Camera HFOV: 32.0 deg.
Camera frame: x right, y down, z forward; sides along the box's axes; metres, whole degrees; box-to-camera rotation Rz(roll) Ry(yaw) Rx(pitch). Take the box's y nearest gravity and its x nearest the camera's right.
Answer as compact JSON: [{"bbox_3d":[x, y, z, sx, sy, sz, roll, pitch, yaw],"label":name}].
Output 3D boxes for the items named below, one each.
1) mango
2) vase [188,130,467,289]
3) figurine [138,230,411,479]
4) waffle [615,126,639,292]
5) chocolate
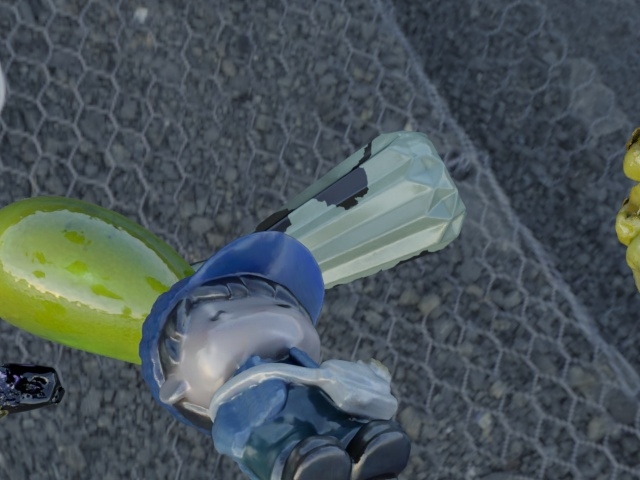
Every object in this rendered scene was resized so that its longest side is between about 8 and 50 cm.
[{"bbox_3d":[-0.240,0.041,1.192,0.273,0.185,0.149,18,63,8],"label":"mango"},{"bbox_3d":[0.000,0.000,1.409,0.360,0.165,0.165,-28,71,5],"label":"vase"},{"bbox_3d":[-0.018,0.058,0.453,0.086,0.087,0.149,-12,32,-25],"label":"figurine"},{"bbox_3d":[0.375,-0.093,0.864,0.095,0.382,0.380,37,93,41],"label":"waffle"},{"bbox_3d":[-0.332,0.180,1.149,0.072,0.070,0.147,50,36,-11],"label":"chocolate"}]
